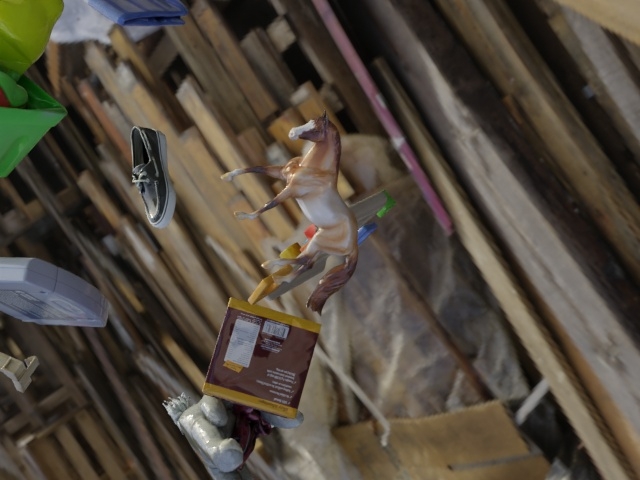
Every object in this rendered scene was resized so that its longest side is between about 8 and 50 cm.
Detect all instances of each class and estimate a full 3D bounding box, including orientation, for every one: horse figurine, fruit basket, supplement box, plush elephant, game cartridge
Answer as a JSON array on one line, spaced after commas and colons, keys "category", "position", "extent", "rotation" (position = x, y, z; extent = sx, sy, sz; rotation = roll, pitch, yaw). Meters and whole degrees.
[{"category": "horse figurine", "position": [-0.017, -0.032, 1.309], "extent": [0.066, 0.174, 0.263], "rotation": [-92, -21, -70]}, {"category": "fruit basket", "position": [-0.609, -0.336, 1.659], "extent": [0.392, 0.283, 0.392], "rotation": [2, 94, 25]}, {"category": "supplement box", "position": [-0.119, 0.239, 1.910], "extent": [0.191, 0.194, 0.129], "rotation": [17, 169, -4]}, {"category": "plush elephant", "position": [-0.162, 0.390, 2.089], "extent": [0.330, 0.255, 0.272], "rotation": [39, 154, 44]}, {"category": "game cartridge", "position": [-0.506, 0.093, 1.697], "extent": [0.198, 0.062, 0.297], "rotation": [-3, 160, 13]}]

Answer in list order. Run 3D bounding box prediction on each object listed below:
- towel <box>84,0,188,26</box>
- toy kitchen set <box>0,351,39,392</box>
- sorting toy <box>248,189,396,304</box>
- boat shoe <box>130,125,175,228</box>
[{"category": "towel", "position": [-0.343, -0.401, 1.389], "extent": [0.285, 0.209, 0.034], "rotation": [37, 112, 8]}, {"category": "toy kitchen set", "position": [-0.656, 0.267, 2.047], "extent": [0.075, 0.068, 0.083], "rotation": [20, 145, 13]}, {"category": "sorting toy", "position": [0.000, 0.000, 1.521], "extent": [0.047, 0.347, 0.196], "rotation": [49, 126, 10]}, {"category": "boat shoe", "position": [-0.349, -0.128, 1.933], "extent": [0.078, 0.070, 0.219], "rotation": [-27, 64, 34]}]
